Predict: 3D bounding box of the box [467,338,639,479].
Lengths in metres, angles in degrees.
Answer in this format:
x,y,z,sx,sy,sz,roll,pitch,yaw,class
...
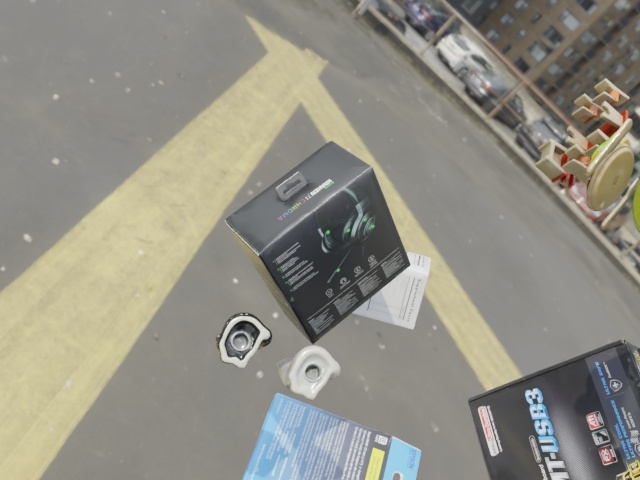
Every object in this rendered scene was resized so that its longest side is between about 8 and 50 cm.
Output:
x,y,z,sx,sy,sz,roll,pitch,yaw,class
0.405,0.346,1.076,0.073,0.293,0.296,24,46,-45,box

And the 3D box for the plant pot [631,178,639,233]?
x,y,z,sx,sy,sz,roll,pitch,yaw,class
0.732,-0.028,1.125,0.353,0.366,0.366,29,29,-12,plant pot

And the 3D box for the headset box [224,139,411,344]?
x,y,z,sx,sy,sz,roll,pitch,yaw,class
0.000,0.000,1.224,0.131,0.246,0.283,41,-15,45,headset box

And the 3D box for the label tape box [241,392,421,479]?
x,y,z,sx,sy,sz,roll,pitch,yaw,class
0.019,0.509,1.465,0.347,0.115,0.249,21,44,2,label tape box

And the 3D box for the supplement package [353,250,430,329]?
x,y,z,sx,sy,sz,roll,pitch,yaw,class
0.111,0.086,1.527,0.244,0.139,0.134,15,17,7,supplement package

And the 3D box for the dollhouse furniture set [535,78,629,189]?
x,y,z,sx,sy,sz,roll,pitch,yaw,class
0.722,-0.256,1.846,0.135,0.259,0.262,32,55,-13,dollhouse furniture set

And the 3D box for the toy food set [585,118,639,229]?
x,y,z,sx,sy,sz,roll,pitch,yaw,class
0.487,-0.112,1.164,0.038,0.132,0.192,35,-10,41,toy food set

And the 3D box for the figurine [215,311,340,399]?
x,y,z,sx,sy,sz,roll,pitch,yaw,class
-0.089,0.212,1.233,0.214,0.092,0.209,26,-15,-8,figurine
